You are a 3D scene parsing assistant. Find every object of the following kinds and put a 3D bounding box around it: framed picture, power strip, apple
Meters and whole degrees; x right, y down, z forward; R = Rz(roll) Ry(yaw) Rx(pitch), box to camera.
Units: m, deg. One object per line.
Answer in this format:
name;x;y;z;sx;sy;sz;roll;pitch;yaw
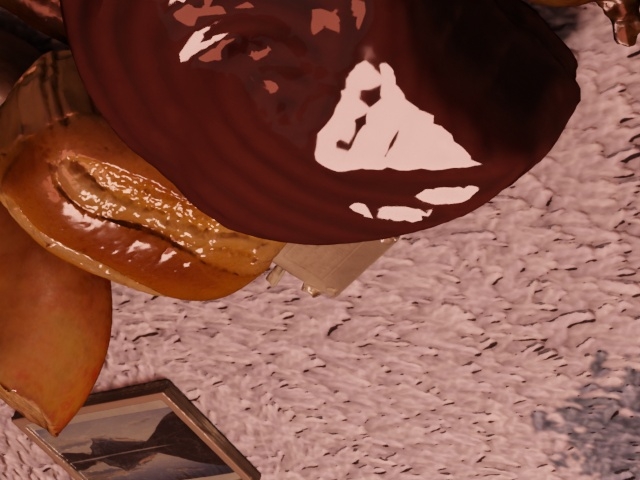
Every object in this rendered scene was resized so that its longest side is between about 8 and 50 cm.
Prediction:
framed picture;-0.174;0.194;1.839;0.203;0.015;0.150;-13;131;37
power strip;0.000;0.000;1.495;0.075;0.042;0.175;32;143;-12
apple;-0.271;0.004;1.530;0.293;0.163;0.251;40;169;-2

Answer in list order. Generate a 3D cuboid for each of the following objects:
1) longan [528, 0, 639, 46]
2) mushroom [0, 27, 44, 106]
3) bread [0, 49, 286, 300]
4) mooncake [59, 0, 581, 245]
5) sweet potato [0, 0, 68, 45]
longan;0.158;-0.188;1.099;0.155;0.145;0.176;15;123;40
mushroom;-0.249;-0.117;1.430;0.223;0.092;0.081;20;143;-28
bread;-0.127;-0.036;1.400;0.236;0.106;0.140;25;127;-39
mooncake;0.001;-0.134;1.231;0.334;0.174;0.326;17;140;8
sweet potato;-0.219;-0.185;1.366;0.233;0.062;0.081;18;146;10
